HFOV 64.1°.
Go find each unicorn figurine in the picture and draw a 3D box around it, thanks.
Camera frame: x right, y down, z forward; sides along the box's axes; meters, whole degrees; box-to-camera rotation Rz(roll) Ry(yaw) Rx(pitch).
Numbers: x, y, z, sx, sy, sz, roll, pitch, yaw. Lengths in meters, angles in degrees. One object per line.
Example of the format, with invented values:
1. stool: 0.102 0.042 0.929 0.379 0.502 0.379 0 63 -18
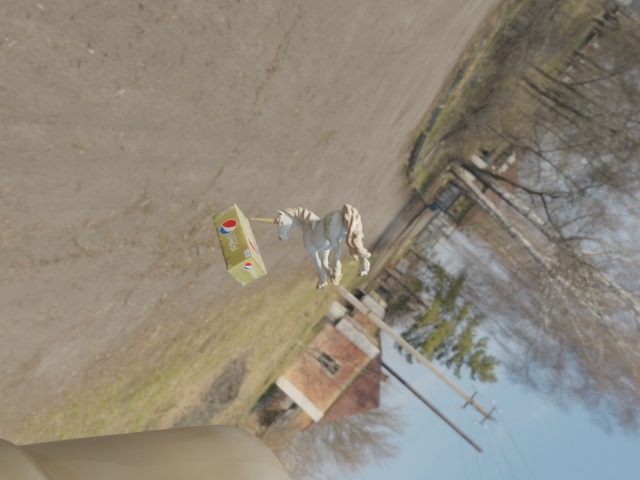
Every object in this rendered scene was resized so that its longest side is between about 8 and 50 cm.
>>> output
1. unicorn figurine: 0.000 0.000 0.606 0.162 0.111 0.060 -22 170 41

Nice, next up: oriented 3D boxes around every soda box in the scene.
1. soda box: -0.167 0.006 1.044 0.058 0.181 0.061 -30 133 4

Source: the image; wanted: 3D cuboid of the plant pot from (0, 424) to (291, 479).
1. plant pot: -0.170 0.301 0.442 0.281 0.323 0.323 -4 137 -52
